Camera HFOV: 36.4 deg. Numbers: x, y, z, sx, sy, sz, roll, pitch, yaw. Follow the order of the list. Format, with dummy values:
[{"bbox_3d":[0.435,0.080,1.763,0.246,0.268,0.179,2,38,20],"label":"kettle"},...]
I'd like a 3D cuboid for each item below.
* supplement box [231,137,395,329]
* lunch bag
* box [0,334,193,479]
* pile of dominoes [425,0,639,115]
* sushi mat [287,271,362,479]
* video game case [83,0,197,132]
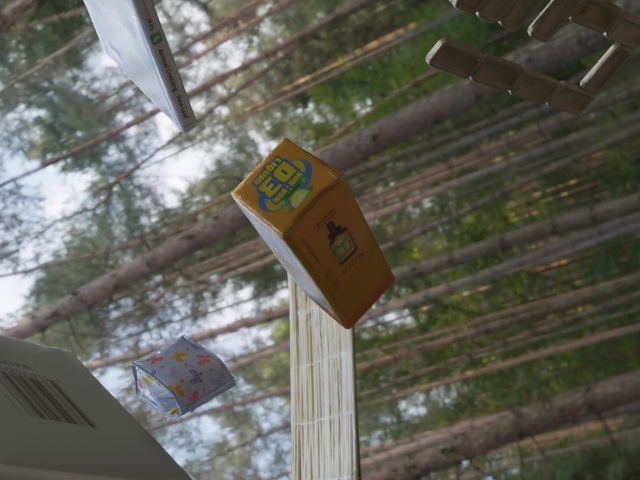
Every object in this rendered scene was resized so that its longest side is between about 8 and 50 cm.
[{"bbox_3d":[0.000,0.000,0.926,0.080,0.078,0.233,40,170,27],"label":"supplement box"},{"bbox_3d":[-0.136,0.141,0.970,0.071,0.083,0.053,-30,-52,-37],"label":"lunch bag"},{"bbox_3d":[-0.284,0.235,0.631,0.168,0.345,0.215,38,-179,29],"label":"box"},{"bbox_3d":[0.219,-0.222,0.893,0.251,0.196,0.040,8,-139,-41],"label":"pile of dominoes"},{"bbox_3d":[0.000,0.138,1.093,0.019,0.151,0.316,10,-112,-29],"label":"sushi mat"},{"bbox_3d":[-0.220,-0.245,1.092,0.212,0.023,0.193,45,161,38],"label":"video game case"}]
